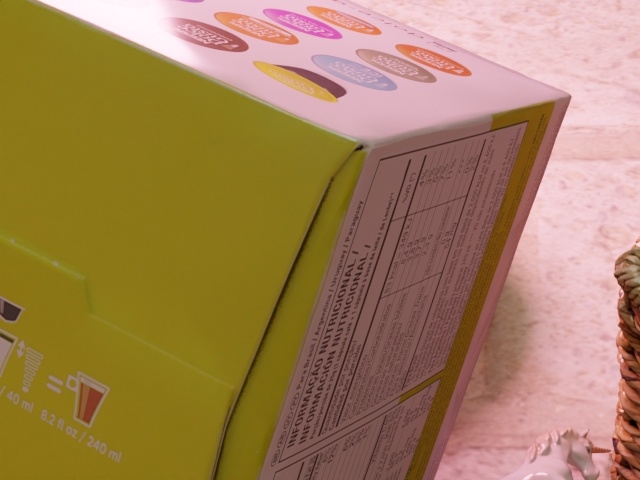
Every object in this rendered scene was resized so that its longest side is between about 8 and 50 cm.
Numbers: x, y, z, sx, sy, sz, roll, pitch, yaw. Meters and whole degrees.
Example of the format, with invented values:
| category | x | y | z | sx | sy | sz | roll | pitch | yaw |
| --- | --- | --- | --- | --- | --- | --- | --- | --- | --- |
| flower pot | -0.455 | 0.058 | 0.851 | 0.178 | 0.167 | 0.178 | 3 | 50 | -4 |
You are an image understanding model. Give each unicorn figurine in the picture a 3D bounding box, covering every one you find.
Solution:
| category | x | y | z | sx | sy | sz | roll | pitch | yaw |
| --- | --- | --- | --- | --- | --- | --- | --- | --- | --- |
| unicorn figurine | 0.147 | 0.182 | 1.066 | 0.162 | 0.060 | 0.111 | -13 | 39 | -7 |

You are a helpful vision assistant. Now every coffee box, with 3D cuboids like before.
| category | x | y | z | sx | sy | sz | roll | pitch | yaw |
| --- | --- | --- | --- | --- | --- | --- | --- | --- | --- |
| coffee box | -0.093 | 0.013 | 0.965 | 0.337 | 0.338 | 0.334 | 25 | 20 | 21 |

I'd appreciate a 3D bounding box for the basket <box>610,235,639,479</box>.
| category | x | y | z | sx | sy | sz | roll | pitch | yaw |
| --- | --- | --- | --- | --- | --- | --- | --- | --- | --- |
| basket | 0.364 | 0.074 | 1.039 | 0.299 | 0.223 | 0.213 | -27 | 42 | -25 |
